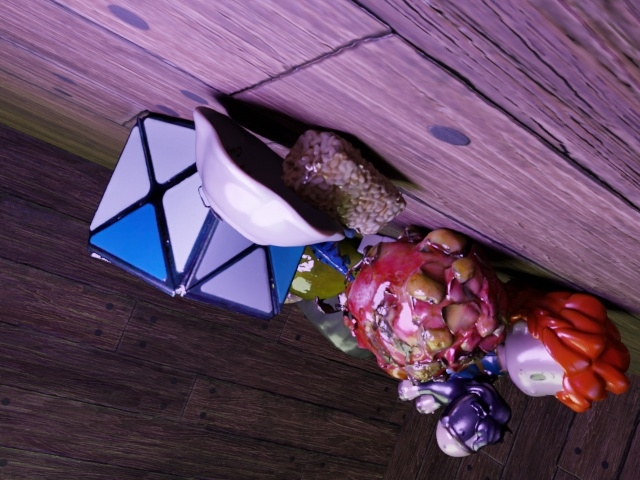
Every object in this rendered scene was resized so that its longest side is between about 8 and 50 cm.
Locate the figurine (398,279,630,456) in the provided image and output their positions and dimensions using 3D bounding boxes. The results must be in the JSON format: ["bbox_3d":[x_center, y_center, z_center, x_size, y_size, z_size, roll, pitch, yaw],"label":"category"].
[{"bbox_3d":[0.341,0.232,1.010,0.241,0.412,0.306,52,-169,-19],"label":"figurine"}]

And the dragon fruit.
[{"bbox_3d":[0.178,0.098,0.895,0.269,0.250,0.291,45,159,-1],"label":"dragon fruit"}]

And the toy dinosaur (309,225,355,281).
[{"bbox_3d":[0.010,-0.012,1.109,0.329,0.076,0.144,52,-149,16],"label":"toy dinosaur"}]

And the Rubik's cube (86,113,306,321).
[{"bbox_3d":[-0.180,-0.034,0.868,0.250,0.246,0.248,19,176,32],"label":"Rubik's cube"}]

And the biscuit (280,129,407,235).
[{"bbox_3d":[0.030,-0.064,0.610,0.168,0.082,0.070,26,-159,-51],"label":"biscuit"}]

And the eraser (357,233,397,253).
[{"bbox_3d":[0.202,0.047,1.206,0.210,0.068,0.124,20,175,35],"label":"eraser"}]

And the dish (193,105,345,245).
[{"bbox_3d":[-0.077,-0.054,0.628,0.229,0.081,0.229,41,-168,-10],"label":"dish"}]

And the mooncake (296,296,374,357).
[{"bbox_3d":[0.100,0.164,1.587,0.356,0.194,0.356,32,-157,-15],"label":"mooncake"}]

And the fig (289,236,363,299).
[{"bbox_3d":[0.038,0.059,1.281,0.275,0.206,0.206,20,176,-7],"label":"fig"}]

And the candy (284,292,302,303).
[{"bbox_3d":[-0.103,0.043,1.409,0.260,0.259,0.118,22,174,-6],"label":"candy"}]
